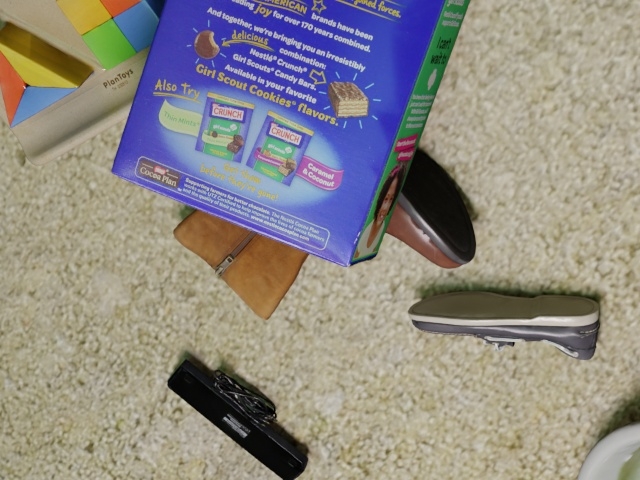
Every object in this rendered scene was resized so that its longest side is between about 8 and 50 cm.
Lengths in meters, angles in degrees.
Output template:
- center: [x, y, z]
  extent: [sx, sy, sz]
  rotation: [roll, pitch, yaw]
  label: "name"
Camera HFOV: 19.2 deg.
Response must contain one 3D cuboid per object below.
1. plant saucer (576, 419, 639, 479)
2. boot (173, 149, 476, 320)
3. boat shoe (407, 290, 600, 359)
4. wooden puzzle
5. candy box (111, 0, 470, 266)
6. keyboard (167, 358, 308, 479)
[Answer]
- center: [0.448, 0.343, 1.981]
  extent: [0.400, 0.100, 0.400]
  rotation: [31, 138, 33]
  label: "plant saucer"
- center: [0.000, 0.000, 2.028]
  extent: [0.264, 0.096, 0.280]
  rotation: [39, 125, -2]
  label: "boot"
- center: [0.194, 0.096, 2.014]
  extent: [0.206, 0.075, 0.065]
  rotation: [1, 114, 17]
  label: "boat shoe"
- center: [-0.303, -0.272, 2.012]
  extent: [0.322, 0.080, 0.348]
  rotation: [-26, 105, 32]
  label: "wooden puzzle"
- center: [-0.024, -0.170, 1.870]
  extent: [0.268, 0.122, 0.317]
  rotation: [22, 102, 11]
  label: "candy box"
- center: [-0.087, 0.202, 2.221]
  extent: [0.192, 0.038, 0.100]
  rotation: [39, 148, -2]
  label: "keyboard"
